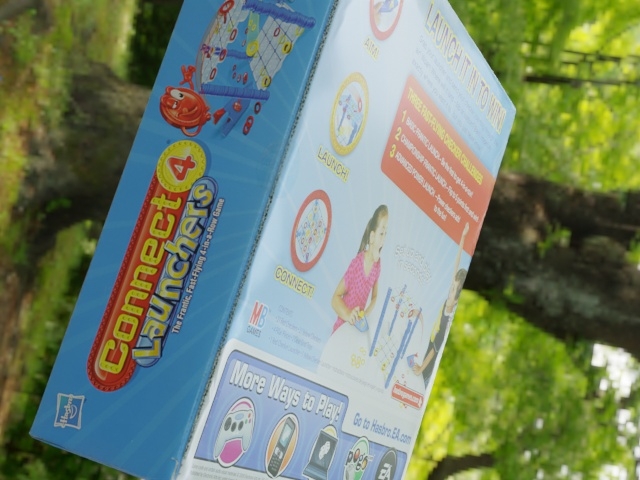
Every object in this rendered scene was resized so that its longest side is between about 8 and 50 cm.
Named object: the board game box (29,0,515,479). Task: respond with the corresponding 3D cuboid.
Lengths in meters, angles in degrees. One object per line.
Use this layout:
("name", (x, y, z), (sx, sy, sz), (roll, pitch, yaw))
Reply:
("board game box", (0.000, 0.000, 0.696), (0.308, 0.086, 0.302), (36, 70, -63))
